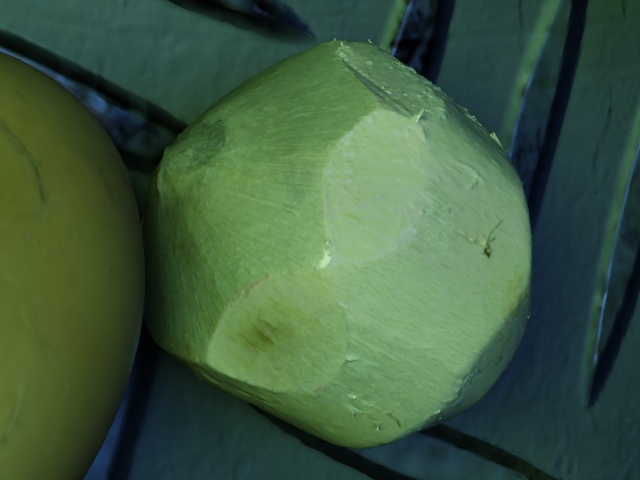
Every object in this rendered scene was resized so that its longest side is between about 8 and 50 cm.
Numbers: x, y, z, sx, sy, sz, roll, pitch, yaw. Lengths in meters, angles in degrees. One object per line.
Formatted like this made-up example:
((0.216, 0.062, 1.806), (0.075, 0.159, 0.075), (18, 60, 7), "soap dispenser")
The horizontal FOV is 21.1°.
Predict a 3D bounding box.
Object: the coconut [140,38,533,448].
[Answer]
((0.002, -0.003, 0.722), (0.162, 0.161, 0.161), (40, 67, -34), "coconut")

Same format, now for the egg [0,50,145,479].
((-0.163, 0.028, 0.587), (0.244, 0.201, 0.201), (-45, 111, -41), "egg")
